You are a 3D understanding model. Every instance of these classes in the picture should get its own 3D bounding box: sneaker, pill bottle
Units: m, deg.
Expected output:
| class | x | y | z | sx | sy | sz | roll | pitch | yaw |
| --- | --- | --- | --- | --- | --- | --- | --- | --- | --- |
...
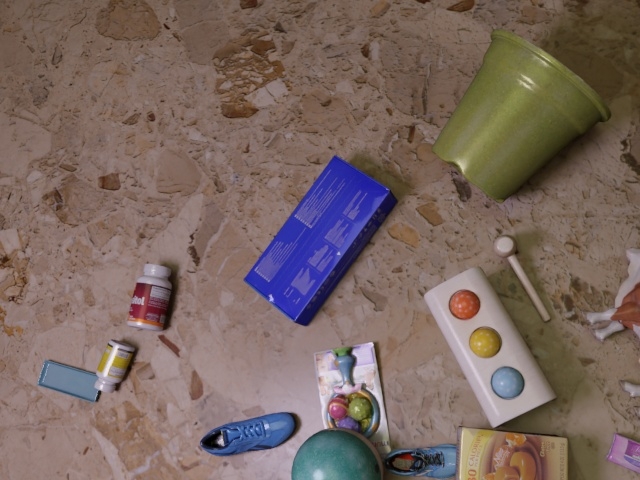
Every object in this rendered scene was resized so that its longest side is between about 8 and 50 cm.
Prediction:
| class | x | y | z | sx | sy | sz | roll | pitch | yaw |
| --- | --- | --- | --- | --- | --- | --- | --- | --- | --- |
| sneaker | -0.155 | 0.412 | 1.325 | 0.209 | 0.082 | 0.069 | -18 | 67 | 14 |
| pill bottle | -0.405 | 0.137 | 1.502 | 0.086 | 0.086 | 0.152 | 4 | 76 | 23 |
| pill bottle | -0.496 | 0.301 | 1.501 | 0.065 | 0.065 | 0.116 | 18 | 81 | 25 |
| sneaker | 0.196 | 0.422 | 1.184 | 0.162 | 0.073 | 0.063 | -11 | 71 | 14 |

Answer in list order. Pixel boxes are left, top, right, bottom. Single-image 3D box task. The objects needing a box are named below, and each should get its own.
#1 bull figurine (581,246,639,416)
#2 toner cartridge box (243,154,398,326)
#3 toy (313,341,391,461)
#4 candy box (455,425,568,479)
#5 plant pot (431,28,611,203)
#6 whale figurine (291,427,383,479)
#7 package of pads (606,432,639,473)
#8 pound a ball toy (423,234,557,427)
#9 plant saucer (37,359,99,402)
| class | x | y | z | sx | sy | sz | roll | pitch | yaw |
| --- | --- | --- | --- | --- | --- | --- | --- | --- | --- |
| bull figurine | 0.583 | 0.157 | 1.095 | 0.188 | 0.101 | 0.310 | -28 | 64 | 16 |
| toner cartridge box | 0.000 | 0.000 | 1.386 | 0.165 | 0.075 | 0.348 | 37 | 90 | 27 |
| toy | 0.056 | 0.333 | 1.276 | 0.137 | 0.056 | 0.237 | -14 | 70 | 18 |
| candy box | 0.325 | 0.493 | 1.086 | 0.183 | 0.087 | 0.316 | 4 | 76 | 9 |
| plant pot | 0.363 | -0.222 | 1.224 | 0.276 | 0.276 | 0.254 | 45 | 105 | 26 |
| whale figurine | 0.032 | 0.498 | 1.181 | 0.216 | 0.141 | 0.272 | -7 | 87 | 24 |
| package of pads | 0.544 | 0.372 | 1.083 | 0.083 | 0.032 | 0.050 | 19 | 84 | 25 |
| pound a ball toy | 0.337 | 0.157 | 1.173 | 0.208 | 0.136 | 0.319 | -30 | 67 | 12 |
| plant saucer | -0.622 | 0.350 | 1.564 | 0.192 | 0.018 | 0.067 | 8 | 78 | 24 |
